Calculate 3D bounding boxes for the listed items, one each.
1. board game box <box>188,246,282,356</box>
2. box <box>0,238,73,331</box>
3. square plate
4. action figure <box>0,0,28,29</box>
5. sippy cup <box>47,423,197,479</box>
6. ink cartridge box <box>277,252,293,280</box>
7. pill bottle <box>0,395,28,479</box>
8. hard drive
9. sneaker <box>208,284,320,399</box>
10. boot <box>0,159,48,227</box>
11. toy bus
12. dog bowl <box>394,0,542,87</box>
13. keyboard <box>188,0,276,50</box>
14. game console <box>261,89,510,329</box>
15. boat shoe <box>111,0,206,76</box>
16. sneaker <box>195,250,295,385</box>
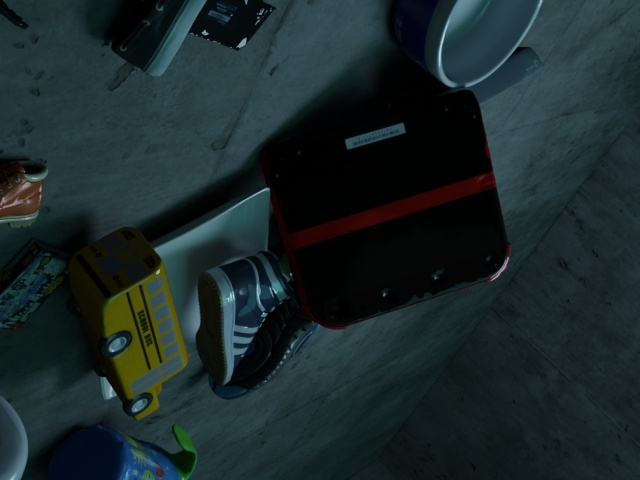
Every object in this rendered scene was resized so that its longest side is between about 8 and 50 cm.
[{"bbox_3d":[-0.198,0.113,1.712,0.281,0.027,0.145,-46,156,2],"label":"board game box"},{"bbox_3d":[-0.412,0.065,1.254,0.137,0.027,0.094,-47,159,3],"label":"box"},{"bbox_3d":[-0.239,0.086,1.526,0.347,0.049,0.344,-29,148,-27],"label":"square plate"},{"bbox_3d":[-0.396,-0.122,0.815,0.276,0.141,0.164,-49,169,5],"label":"action figure"},{"bbox_3d":[-0.406,0.470,1.742,0.305,0.240,0.224,-61,154,-23],"label":"sippy cup"},{"bbox_3d":[0.000,0.000,1.736,0.189,0.097,0.255,-54,158,-4],"label":"ink cartridge box"},{"bbox_3d":[-0.577,0.402,1.286,0.229,0.229,0.408,-17,145,-49],"label":"pill bottle"},{"bbox_3d":[0.264,-0.293,1.650,0.254,0.172,0.054,-30,116,-24],"label":"hard drive"},{"bbox_3d":[-0.093,0.225,1.964,0.341,0.125,0.139,-41,162,-5],"label":"sneaker"},{"bbox_3d":[-0.387,-0.057,1.057,0.085,0.059,0.158,-58,163,23],"label":"boot"},{"bbox_3d":[-0.287,0.136,1.365,0.130,0.108,0.333,-32,147,-22],"label":"toy bus"},{"bbox_3d":[0.249,-0.390,1.478,0.265,0.104,0.265,-35,149,-24],"label":"dog bowl"},{"bbox_3d":[-0.122,-0.301,1.135,0.108,0.023,0.180,-46,160,20],"label":"keyboard"},{"bbox_3d":[0.122,-0.046,1.541,0.386,0.342,0.060,-17,-168,-8],"label":"game console"},{"bbox_3d":[-0.168,-0.292,1.011,0.076,0.080,0.228,20,125,-26],"label":"boat shoe"},{"bbox_3d":[-0.132,0.135,1.579,0.153,0.099,0.282,-26,144,-29],"label":"sneaker"}]
